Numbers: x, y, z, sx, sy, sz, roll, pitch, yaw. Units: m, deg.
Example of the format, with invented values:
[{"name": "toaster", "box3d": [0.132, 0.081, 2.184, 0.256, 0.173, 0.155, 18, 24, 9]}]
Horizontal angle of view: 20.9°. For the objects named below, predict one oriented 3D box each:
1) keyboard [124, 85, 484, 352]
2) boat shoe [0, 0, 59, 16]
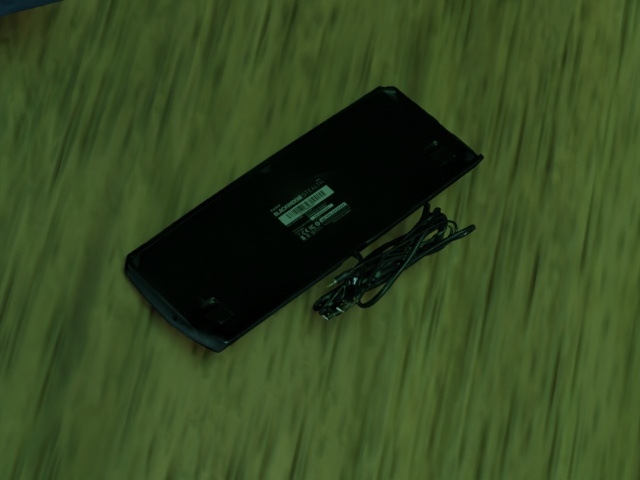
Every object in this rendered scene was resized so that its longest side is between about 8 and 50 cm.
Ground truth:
[{"name": "keyboard", "box3d": [0.000, 0.000, 0.886, 0.192, 0.038, 0.100, -35, 65, -27]}, {"name": "boat shoe", "box3d": [-0.227, -0.094, 0.793, 0.258, 0.109, 0.089, -12, 84, -8]}]
